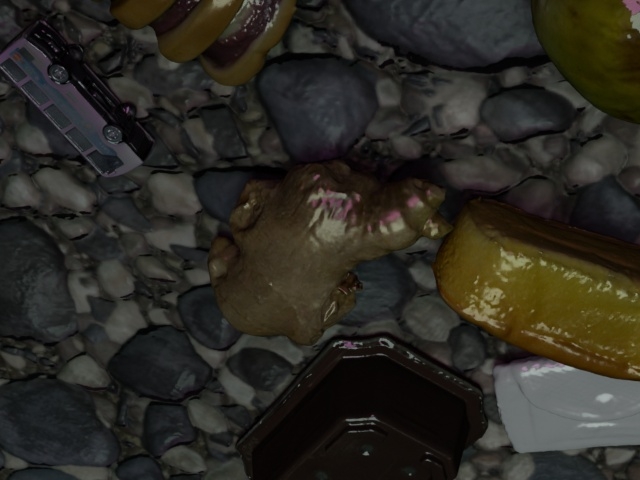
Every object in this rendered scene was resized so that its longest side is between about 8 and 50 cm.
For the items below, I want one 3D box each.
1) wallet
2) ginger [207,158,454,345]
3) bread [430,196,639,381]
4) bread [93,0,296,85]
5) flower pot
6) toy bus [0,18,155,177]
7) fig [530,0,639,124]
[{"bbox_3d":[0.250,0.143,0.913,0.183,0.032,0.124,-8,128,12],"label":"wallet"},{"bbox_3d":[-0.004,-0.002,0.808,0.137,0.074,0.213,38,130,-11],"label":"ginger"},{"bbox_3d":[0.207,0.042,0.801,0.245,0.102,0.094,17,121,-7],"label":"bread"},{"bbox_3d":[-0.112,-0.200,0.668,0.225,0.081,0.134,34,123,-17],"label":"bread"},{"bbox_3d":[0.033,0.210,0.960,0.179,0.084,0.251,30,125,-15],"label":"flower pot"},{"bbox_3d":[-0.186,-0.105,0.778,0.052,0.037,0.130,-26,119,27],"label":"toy bus"},{"bbox_3d":[0.211,-0.140,0.644,0.153,0.121,0.136,21,122,-8],"label":"fig"}]
